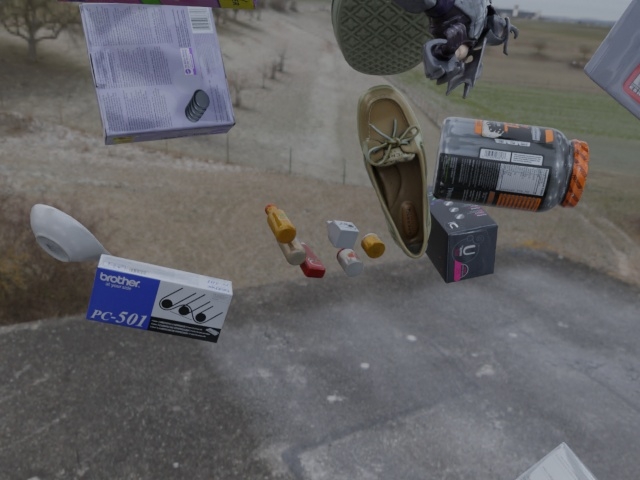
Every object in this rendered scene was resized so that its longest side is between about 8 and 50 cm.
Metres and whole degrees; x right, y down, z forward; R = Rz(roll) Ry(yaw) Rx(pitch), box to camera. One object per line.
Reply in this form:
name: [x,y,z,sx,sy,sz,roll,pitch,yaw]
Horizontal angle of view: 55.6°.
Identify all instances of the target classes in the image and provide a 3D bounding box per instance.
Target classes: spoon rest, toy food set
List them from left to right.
spoon rest: [-0.447,0.029,1.145,0.137,0.276,0.084,13,52,24]
toy food set: [0.000,0.000,1.176,0.232,0.111,0.104,5,29,-26]

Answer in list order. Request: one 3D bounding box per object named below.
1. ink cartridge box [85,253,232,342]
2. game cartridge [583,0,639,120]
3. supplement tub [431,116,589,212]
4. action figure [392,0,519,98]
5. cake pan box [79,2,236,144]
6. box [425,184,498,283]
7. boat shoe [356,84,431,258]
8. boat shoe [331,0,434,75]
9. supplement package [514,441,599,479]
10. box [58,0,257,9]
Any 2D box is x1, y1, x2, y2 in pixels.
ink cartridge box: [-0.252,0.094,0.957,0.207,0.097,0.046,13,23,-16]
game cartridge: [0.480,-0.214,0.742,0.060,0.196,0.294,2,43,-35]
supplement tub: [0.254,-0.101,0.827,0.190,0.117,0.117,8,22,8]
action figure: [0.100,-0.251,0.589,0.285,0.185,0.099,17,-22,-33]
cake pan box: [-0.310,-0.327,1.155,0.245,0.267,0.070,-12,-2,-24]
box: [0.364,-0.031,1.686,0.143,0.165,0.270,-11,32,-8]
boat shoe: [0.131,-0.110,0.987,0.104,0.285,0.089,-17,21,8]
boat shoe: [0.104,-0.425,0.801,0.186,0.500,0.156,0,59,3]
supplement package: [0.250,0.336,0.668,0.179,0.105,0.105,-41,24,6]
box: [-0.194,-0.356,0.622,0.243,0.117,0.213,4,-16,4]
